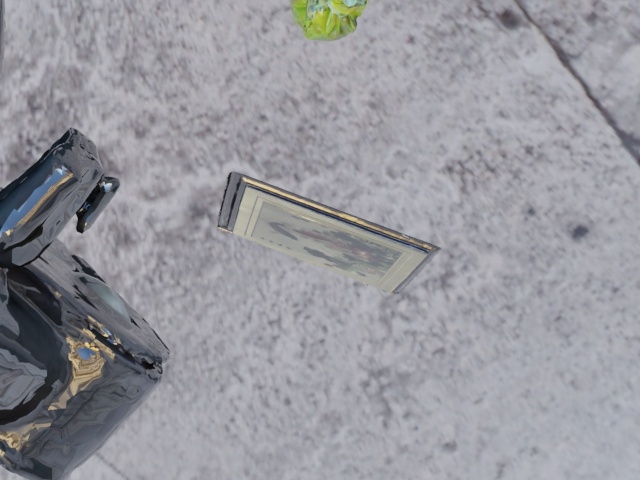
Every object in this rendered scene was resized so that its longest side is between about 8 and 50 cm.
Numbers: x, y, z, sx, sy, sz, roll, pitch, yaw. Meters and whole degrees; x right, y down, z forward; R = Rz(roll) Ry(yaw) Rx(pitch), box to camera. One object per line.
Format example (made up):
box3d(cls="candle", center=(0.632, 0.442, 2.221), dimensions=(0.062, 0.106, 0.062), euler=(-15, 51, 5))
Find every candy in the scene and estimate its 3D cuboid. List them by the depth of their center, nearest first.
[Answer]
box3d(cls="candy", center=(0.030, -0.226, 1.103), dimensions=(0.073, 0.262, 0.077), euler=(9, 88, -14))

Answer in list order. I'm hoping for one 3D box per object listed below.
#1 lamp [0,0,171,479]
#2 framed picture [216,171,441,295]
box3d(cls="lamp", center=(-0.212, -0.078, 0.343), dimensions=(0.374, 0.272, 0.205), euler=(42, 89, 11))
box3d(cls="framed picture", center=(0.000, 0.000, 1.159), dimensions=(0.195, 0.199, 0.010), euler=(21, 74, -3))
